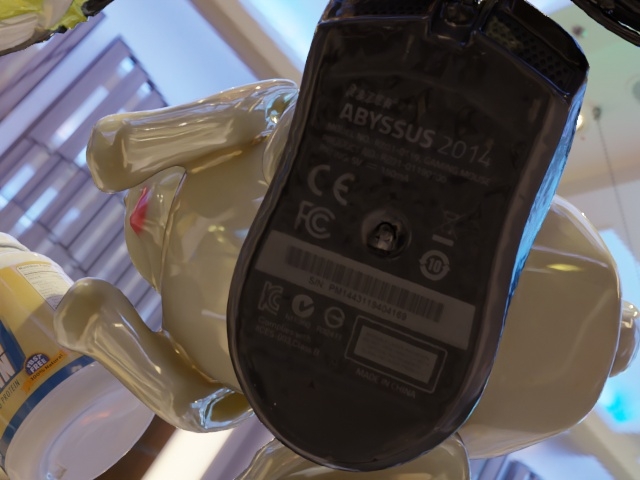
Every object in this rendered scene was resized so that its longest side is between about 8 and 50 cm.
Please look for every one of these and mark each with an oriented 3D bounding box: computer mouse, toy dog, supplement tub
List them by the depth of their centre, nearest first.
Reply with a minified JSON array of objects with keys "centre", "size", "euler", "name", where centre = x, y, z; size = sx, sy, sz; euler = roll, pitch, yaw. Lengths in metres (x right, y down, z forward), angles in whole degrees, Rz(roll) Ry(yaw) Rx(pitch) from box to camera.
[{"centre":[0.051,-0.029,0.436],"size":[0.188,0.072,0.272],"euler":[25,-75,11],"name":"computer mouse"},{"centre":[0.000,0.000,0.763],"size":[0.408,0.395,0.285],"euler":[24,-62,57],"name":"toy dog"},{"centre":[-0.247,0.100,0.855],"size":[0.199,0.144,0.144],"euler":[41,-26,24],"name":"supplement tub"}]

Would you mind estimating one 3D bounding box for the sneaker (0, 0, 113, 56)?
[{"centre":[-0.238,-0.171,0.374],"size":[0.384,0.145,0.147],"euler":[14,-11,8],"name":"sneaker"}]
